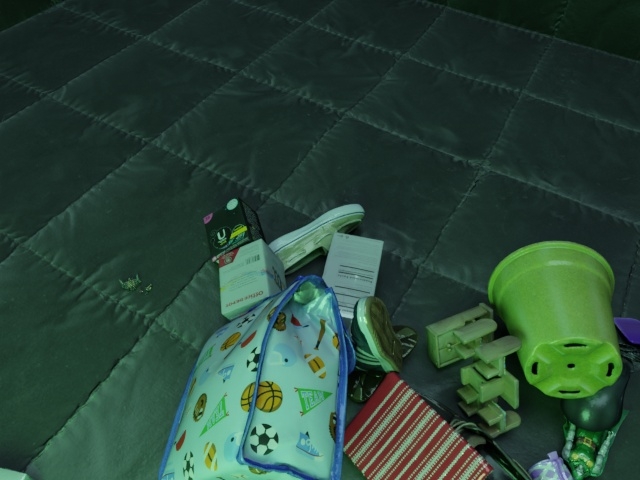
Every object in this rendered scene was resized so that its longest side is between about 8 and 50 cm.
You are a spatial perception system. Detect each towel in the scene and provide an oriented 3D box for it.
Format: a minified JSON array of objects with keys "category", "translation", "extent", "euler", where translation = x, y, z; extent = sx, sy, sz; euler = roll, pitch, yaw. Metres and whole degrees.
[{"category":"towel","translation":[0.174,0.420,1.017],"extent":[0.199,0.031,0.275],"euler":[-52,51,3]}]

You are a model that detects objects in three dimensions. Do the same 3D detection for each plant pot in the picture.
[{"category":"plant pot","translation":[0.517,0.185,1.110],"extent":[0.275,0.276,0.254],"euler":[9,37,5]}]

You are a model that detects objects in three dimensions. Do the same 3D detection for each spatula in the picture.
[{"category":"spatula","translation":[0.799,0.306,1.232],"extent":[0.084,0.030,0.297],"euler":[2,50,-4]}]

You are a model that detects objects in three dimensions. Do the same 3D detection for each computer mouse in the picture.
[{"category":"computer mouse","translation":[0.610,0.299,1.146],"extent":[0.188,0.072,0.272],"euler":[8,37,30]}]

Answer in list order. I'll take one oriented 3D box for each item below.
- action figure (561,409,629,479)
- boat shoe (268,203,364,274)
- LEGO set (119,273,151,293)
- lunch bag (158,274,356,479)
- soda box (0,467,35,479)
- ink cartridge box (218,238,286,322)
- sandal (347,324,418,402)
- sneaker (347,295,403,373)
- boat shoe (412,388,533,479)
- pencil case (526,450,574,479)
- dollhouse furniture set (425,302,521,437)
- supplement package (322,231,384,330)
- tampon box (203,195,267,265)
[{"category":"action figure","translation":[0.577,0.418,1.105],"extent":[0.137,0.064,0.232],"euler":[18,46,27]},{"category":"boat shoe","translation":[0.000,0.000,1.420],"extent":[0.302,0.109,0.094],"euler":[-28,69,-11]},{"category":"LEGO set","translation":[-0.483,0.119,1.341],"extent":[0.083,0.023,0.054],"euler":[32,57,6]},{"category":"lunch bag","translation":[-0.110,0.284,0.994],"extent":[0.238,0.327,0.386],"euler":[30,44,-28]},{"category":"soda box","translation":[-0.619,0.562,0.908],"extent":[0.091,0.098,0.286],"euler":[10,50,5]},{"category":"ink cartridge box","translation":[-0.163,0.116,1.263],"extent":[0.128,0.127,0.176],"euler":[-21,50,12]},{"category":"sandal","translation":[0.145,0.289,1.204],"extent":[0.090,0.060,0.219],"euler":[29,69,27]},{"category":"sneaker","translation":[0.073,0.205,1.075],"extent":[0.153,0.282,0.099],"euler":[-2,56,21]},{"category":"boat shoe","translation":[0.295,0.419,1.048],"extent":[0.355,0.130,0.132],"euler":[35,57,24]},{"category":"pencil case","translation":[0.484,0.528,0.994],"extent":[0.086,0.088,0.206],"euler":[-13,51,-15]},{"category":"dollhouse furniture set","translation":[0.370,0.261,1.139],"extent":[0.160,0.212,0.242],"euler":[-18,26,-15]},{"category":"supplement package","translation":[0.070,0.122,1.283],"extent":[0.133,0.139,0.244],"euler":[10,51,7]},{"category":"tampon box","translation":[-0.227,-0.011,1.378],"extent":[0.120,0.101,0.161],"euler":[-31,52,12]}]
